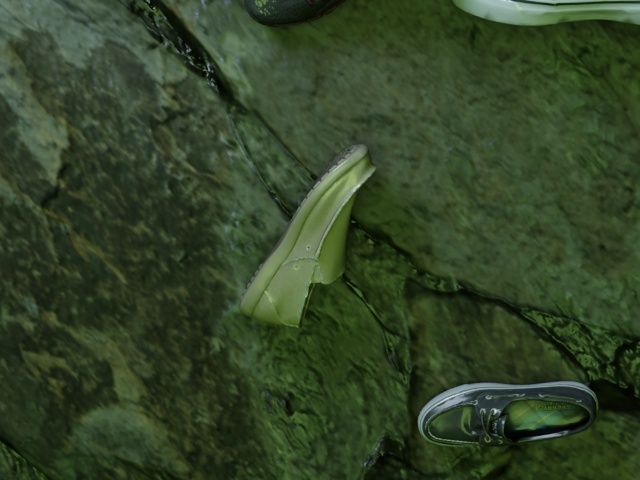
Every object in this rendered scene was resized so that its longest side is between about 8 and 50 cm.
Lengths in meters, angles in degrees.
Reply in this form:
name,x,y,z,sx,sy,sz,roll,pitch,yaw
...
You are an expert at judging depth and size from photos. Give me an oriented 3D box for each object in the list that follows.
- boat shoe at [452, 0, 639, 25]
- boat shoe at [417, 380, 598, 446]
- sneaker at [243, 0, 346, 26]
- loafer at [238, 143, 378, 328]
name,x,y,z,sx,sy,sz,roll,pitch,yaw
boat shoe,0.292,-0.314,1.472,0.335,0.121,0.119,7,133,32
boat shoe,0.235,0.226,1.666,0.229,0.076,0.080,-4,101,8
sneaker,0.027,-0.331,1.530,0.281,0.162,0.106,-25,98,11
loafer,0.000,0.000,1.642,0.092,0.102,0.268,33,113,-2
